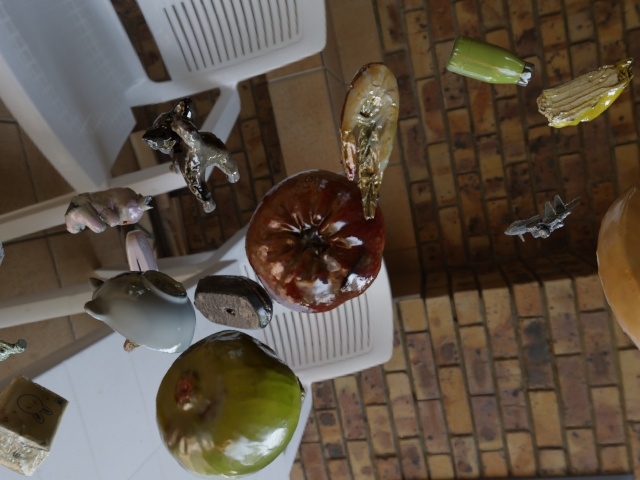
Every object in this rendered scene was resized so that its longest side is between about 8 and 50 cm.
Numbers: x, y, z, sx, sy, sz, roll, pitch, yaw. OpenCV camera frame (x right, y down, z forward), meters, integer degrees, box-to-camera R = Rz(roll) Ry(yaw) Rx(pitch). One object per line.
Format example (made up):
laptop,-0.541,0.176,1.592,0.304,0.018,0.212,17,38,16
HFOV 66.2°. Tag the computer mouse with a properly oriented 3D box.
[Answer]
computer mouse,-0.276,0.196,1.594,0.116,0.323,0.183,-40,124,-46

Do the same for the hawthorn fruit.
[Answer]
hawthorn fruit,0.000,0.000,1.399,0.403,0.402,0.403,-10,90,-76

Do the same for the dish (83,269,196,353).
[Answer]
dish,-0.321,0.107,0.928,0.086,0.227,0.236,-55,170,6

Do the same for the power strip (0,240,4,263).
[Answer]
power strip,-0.709,0.014,1.058,0.111,0.029,0.038,120,-25,-48

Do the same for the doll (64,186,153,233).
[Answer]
doll,-0.498,-0.075,1.155,0.192,0.149,0.095,-23,106,-47

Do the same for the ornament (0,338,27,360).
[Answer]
ornament,-0.814,0.283,1.286,0.068,0.092,0.041,21,39,-38

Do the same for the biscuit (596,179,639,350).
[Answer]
biscuit,0.400,0.029,0.408,0.052,0.354,0.275,114,-23,-60

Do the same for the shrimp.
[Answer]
shrimp,0.070,-0.146,0.741,0.133,0.053,0.236,-19,119,-57

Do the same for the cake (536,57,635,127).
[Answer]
cake,0.486,-0.262,0.875,0.184,0.116,0.080,-7,71,-32

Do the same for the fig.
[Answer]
fig,-0.191,0.380,1.133,0.343,0.343,0.344,-10,90,-76

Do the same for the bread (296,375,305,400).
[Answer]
bread,-0.098,0.590,1.961,0.110,0.060,0.066,57,-47,44

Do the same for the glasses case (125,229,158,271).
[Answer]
glasses case,-0.558,0.111,1.572,0.113,0.075,0.297,-130,-153,-72

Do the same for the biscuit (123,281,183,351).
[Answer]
biscuit,-0.622,0.290,1.851,0.040,0.318,0.318,37,20,-1

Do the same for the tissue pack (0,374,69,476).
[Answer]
tissue pack,-0.671,0.411,1.112,0.148,0.092,0.196,41,0,-22

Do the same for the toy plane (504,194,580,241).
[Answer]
toy plane,0.661,-0.044,1.516,0.088,0.212,0.267,57,-22,10

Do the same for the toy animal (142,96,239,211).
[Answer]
toy animal,-0.411,-0.298,1.494,0.344,0.194,0.303,37,-18,36

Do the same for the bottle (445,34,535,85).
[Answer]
bottle,0.533,-0.555,1.539,0.112,0.260,0.112,20,90,-83
